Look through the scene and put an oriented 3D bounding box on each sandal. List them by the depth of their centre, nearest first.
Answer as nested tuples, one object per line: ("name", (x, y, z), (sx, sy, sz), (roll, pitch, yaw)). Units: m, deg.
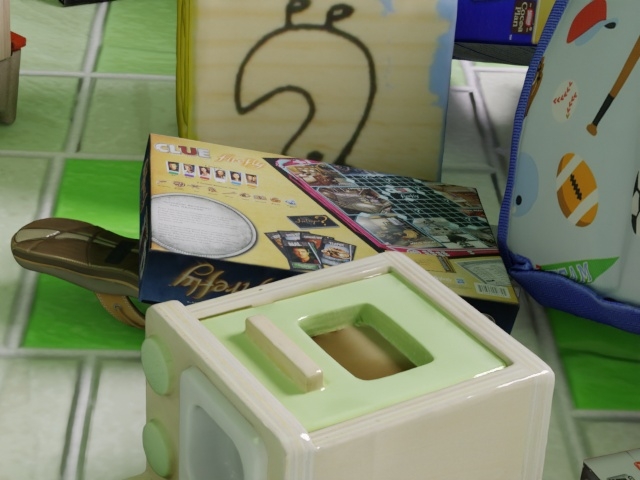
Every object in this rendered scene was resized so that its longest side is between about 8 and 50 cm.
("sandal", (-0.124, 0.032, 1.090), (0.180, 0.049, 0.072), (15, 28, 14))

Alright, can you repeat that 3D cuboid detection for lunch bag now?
("lunch bag", (0.303, -0.101, 1.033), (0.239, 0.385, 0.328), (37, -8, -23))

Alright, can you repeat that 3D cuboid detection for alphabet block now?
("alphabet block", (-0.012, -0.144, 1.280), (0.197, 0.192, 0.193), (-2, 28, -8))

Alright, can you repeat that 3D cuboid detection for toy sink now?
("toy sink", (-0.015, 0.109, 0.880), (0.234, 0.131, 0.153), (-14, 33, -28))

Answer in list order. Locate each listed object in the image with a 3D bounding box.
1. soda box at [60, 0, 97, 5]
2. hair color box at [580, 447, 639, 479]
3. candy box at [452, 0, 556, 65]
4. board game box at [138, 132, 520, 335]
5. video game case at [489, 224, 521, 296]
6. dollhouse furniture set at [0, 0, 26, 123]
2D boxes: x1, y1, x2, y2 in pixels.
("soda box", (-0.188, -0.280, 1.635), (0.169, 0.060, 0.053), (-12, 32, -26))
("hair color box", (0.224, 0.148, 0.928), (0.141, 0.043, 0.072), (-7, 31, -21))
("candy box", (0.160, -0.287, 1.372), (0.122, 0.268, 0.317), (8, 3, -33))
("board game box", (0.000, 0.000, 1.105), (0.243, 0.042, 0.165), (9, 29, -11))
("video game case", (0.091, 0.008, 1.199), (0.122, 0.011, 0.087), (9, 30, 9))
("dollhouse furniture set", (-0.369, -0.187, 1.368), (0.259, 0.135, 0.262), (23, 34, 31))
